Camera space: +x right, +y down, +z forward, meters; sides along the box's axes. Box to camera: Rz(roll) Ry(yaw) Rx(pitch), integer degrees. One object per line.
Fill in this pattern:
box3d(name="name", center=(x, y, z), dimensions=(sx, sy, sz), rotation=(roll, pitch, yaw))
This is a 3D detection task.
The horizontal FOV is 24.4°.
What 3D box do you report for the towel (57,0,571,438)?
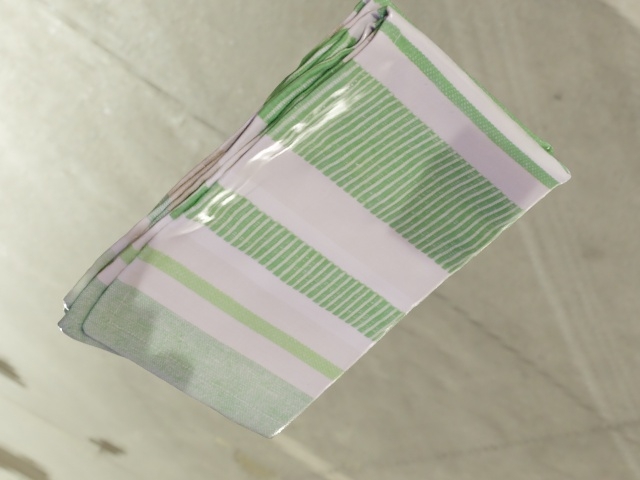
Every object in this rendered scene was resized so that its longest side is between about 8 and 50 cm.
box3d(name="towel", center=(0.000, 0.000, 1.072), dimensions=(0.248, 0.325, 0.038), rotation=(35, -161, -40))
